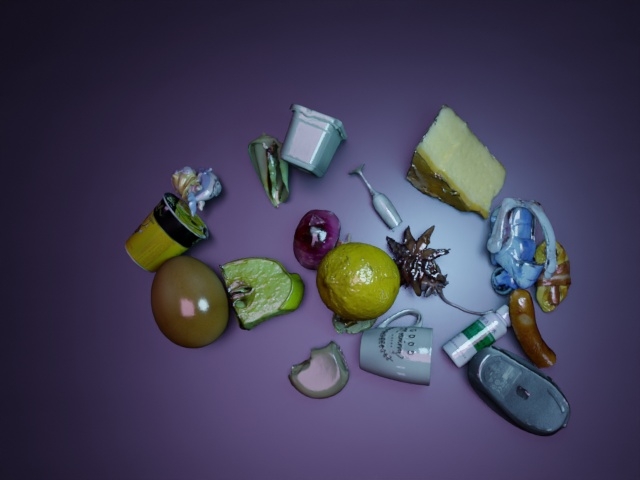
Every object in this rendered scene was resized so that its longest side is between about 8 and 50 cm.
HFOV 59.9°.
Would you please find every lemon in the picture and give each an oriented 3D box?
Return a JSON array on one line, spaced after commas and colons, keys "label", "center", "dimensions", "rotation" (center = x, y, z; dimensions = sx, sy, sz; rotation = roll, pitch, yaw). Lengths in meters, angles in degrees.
[{"label": "lemon", "center": [0.127, 0.134, 1.811], "dimensions": [0.258, 0.310, 0.258], "rotation": [-18, 64, 43]}]

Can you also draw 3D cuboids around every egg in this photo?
[{"label": "egg", "center": [-0.438, 0.203, 1.863], "dimensions": [0.250, 0.250, 0.322], "rotation": [-22, 77, 1]}]

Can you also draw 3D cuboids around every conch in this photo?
[{"label": "conch", "center": [-0.168, -0.256, 1.950], "dimensions": [0.143, 0.137, 0.251], "rotation": [-22, 76, 31]}]

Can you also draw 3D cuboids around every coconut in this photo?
[{"label": "coconut", "center": [0.114, 0.262, 1.914], "dimensions": [0.158, 0.055, 0.133], "rotation": [0, 58, -7]}]

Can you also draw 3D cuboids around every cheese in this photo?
[{"label": "cheese", "center": [-0.007, 0.451, 1.887], "dimensions": [0.202, 0.091, 0.175], "rotation": [-20, 81, 1]}]

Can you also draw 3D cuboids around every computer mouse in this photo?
[{"label": "computer mouse", "center": [0.644, 0.489, 1.831], "dimensions": [0.374, 0.114, 0.203], "rotation": [40, 84, -1]}]

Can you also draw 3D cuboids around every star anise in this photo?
[{"label": "star anise", "center": [0.303, 0.060, 1.875], "dimensions": [0.272, 0.102, 0.272], "rotation": [-7, 75, 26]}, {"label": "star anise", "center": [0.455, 0.181, 1.928], "dimensions": [0.227, 0.218, 0.148], "rotation": [48, 50, -31]}]

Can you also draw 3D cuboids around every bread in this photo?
[{"label": "bread", "center": [0.464, -0.259, 1.861], "dimensions": [0.315, 0.279, 0.248], "rotation": [27, 78, 18]}]

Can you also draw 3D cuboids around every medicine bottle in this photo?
[{"label": "medicine bottle", "center": [0.537, 0.319, 1.868], "dimensions": [0.260, 0.095, 0.095], "rotation": [-36, 82, -3]}]

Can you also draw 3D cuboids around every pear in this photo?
[{"label": "pear", "center": [-0.193, 0.156, 1.904], "dimensions": [0.255, 0.164, 0.238], "rotation": [-23, 72, -5]}]

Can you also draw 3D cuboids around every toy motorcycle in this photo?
[{"label": "toy motorcycle", "center": [0.644, 0.019, 1.827], "dimensions": [0.182, 0.241, 0.319], "rotation": [-1, 85, -3]}]

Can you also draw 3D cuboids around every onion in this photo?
[{"label": "onion", "center": [-0.013, -0.006, 1.901], "dimensions": [0.200, 0.200, 0.207], "rotation": [44, 93, 7]}]

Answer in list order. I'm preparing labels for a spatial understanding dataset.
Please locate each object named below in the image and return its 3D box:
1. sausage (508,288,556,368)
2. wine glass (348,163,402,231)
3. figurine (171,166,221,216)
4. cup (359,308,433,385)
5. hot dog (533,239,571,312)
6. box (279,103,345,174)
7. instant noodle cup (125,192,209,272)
[{"label": "sausage", "center": [0.684, 0.299, 1.815], "dimensions": [0.103, 0.076, 0.302], "rotation": [-37, 108, -27]}, {"label": "wine glass", "center": [0.200, -0.150, 1.959], "dimensions": [0.074, 0.074, 0.262], "rotation": [-34, 84, -1]}, {"label": "figurine", "center": [-0.443, -0.188, 1.961], "dimensions": [0.183, 0.128, 0.208], "rotation": [3, 43, 4]}, {"label": "cup", "center": [0.258, 0.342, 1.858], "dimensions": [0.234, 0.186, 0.258], "rotation": [5, 55, 12]}, {"label": "hot dog", "center": [0.783, 0.110, 1.876], "dimensions": [0.123, 0.093, 0.262], "rotation": [-6, 83, 3]}, {"label": "box", "center": [-0.031, -0.325, 1.880], "dimensions": [0.175, 0.312, 0.182], "rotation": [23, 93, 6]}, {"label": "instant noodle cup", "center": [-0.542, -0.016, 1.934], "dimensions": [0.236, 0.215, 0.215], "rotation": [-41, 82, 7]}]
